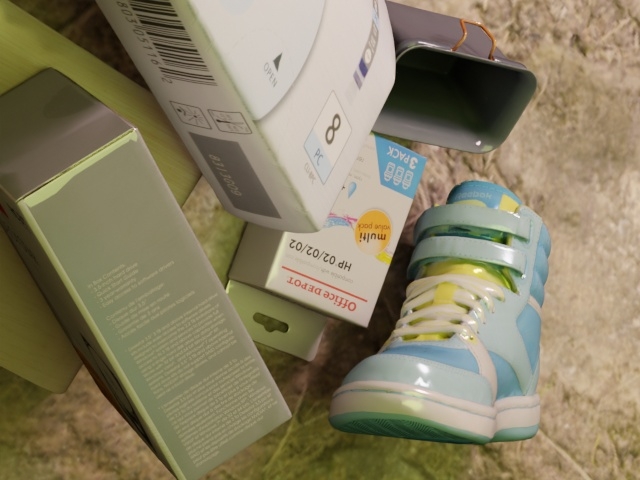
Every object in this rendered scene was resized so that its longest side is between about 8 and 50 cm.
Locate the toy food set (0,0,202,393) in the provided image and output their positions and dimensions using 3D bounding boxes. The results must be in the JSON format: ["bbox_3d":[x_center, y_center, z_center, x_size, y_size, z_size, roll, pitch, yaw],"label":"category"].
[{"bbox_3d":[-0.239,-0.051,1.385,0.306,0.092,0.219,32,91,-29],"label":"toy food set"}]

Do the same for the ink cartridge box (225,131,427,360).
[{"bbox_3d":[0.000,0.000,1.542,0.104,0.061,0.181,22,85,-32],"label":"ink cartridge box"}]

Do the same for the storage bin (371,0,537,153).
[{"bbox_3d":[0.089,-0.140,1.552,0.135,0.091,0.098,9,126,-33],"label":"storage bin"}]

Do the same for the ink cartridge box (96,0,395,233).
[{"bbox_3d":[-0.003,-0.245,1.377,0.385,0.091,0.308,-62,148,-23],"label":"ink cartridge box"}]

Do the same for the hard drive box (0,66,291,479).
[{"bbox_3d":[-0.133,0.020,1.301,0.089,0.181,0.232,-33,116,-12],"label":"hard drive box"}]

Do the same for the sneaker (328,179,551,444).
[{"bbox_3d":[0.093,0.050,1.521,0.319,0.127,0.208,14,80,-72],"label":"sneaker"}]
